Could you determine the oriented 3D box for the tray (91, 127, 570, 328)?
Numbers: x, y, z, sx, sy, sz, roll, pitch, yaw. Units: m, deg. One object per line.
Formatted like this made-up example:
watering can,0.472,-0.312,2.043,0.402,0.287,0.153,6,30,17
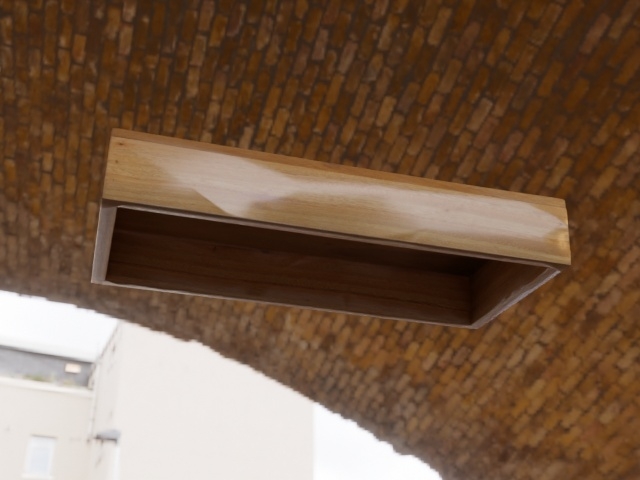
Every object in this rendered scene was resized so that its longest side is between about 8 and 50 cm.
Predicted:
tray,0.000,0.000,0.872,0.411,0.076,0.203,7,-24,-14
